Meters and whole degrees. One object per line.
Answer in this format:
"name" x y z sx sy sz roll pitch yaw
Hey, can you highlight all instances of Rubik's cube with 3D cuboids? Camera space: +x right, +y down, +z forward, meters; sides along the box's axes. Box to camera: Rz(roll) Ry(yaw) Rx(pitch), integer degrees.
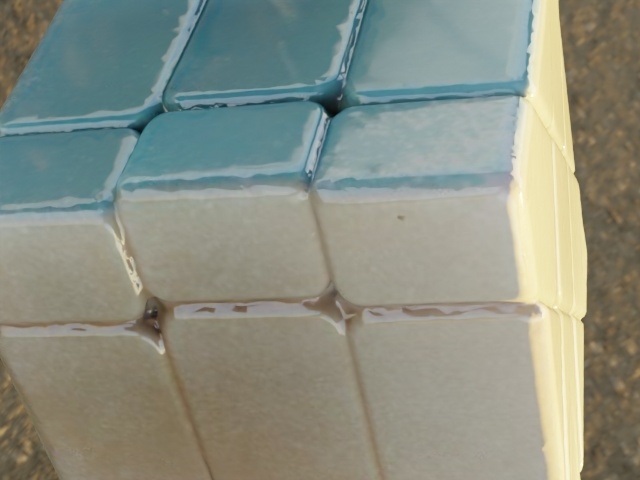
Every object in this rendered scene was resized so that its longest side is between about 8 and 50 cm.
"Rubik's cube" 0.000 0.000 0.870 0.315 0.319 0.322 -2 39 15
